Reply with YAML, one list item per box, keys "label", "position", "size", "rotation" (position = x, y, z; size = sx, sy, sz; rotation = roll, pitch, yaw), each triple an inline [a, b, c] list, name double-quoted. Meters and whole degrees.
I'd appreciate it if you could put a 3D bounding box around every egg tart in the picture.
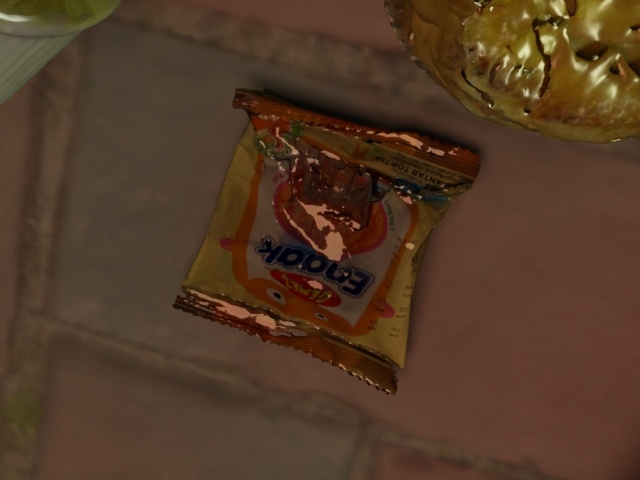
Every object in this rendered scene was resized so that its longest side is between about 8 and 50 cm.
- label: "egg tart"
  position: [0.127, -0.128, 0.626]
  size: [0.234, 0.094, 0.234]
  rotation: [-12, 146, -9]

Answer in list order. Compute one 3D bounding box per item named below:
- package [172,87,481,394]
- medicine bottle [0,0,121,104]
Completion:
- label: "package"
  position: [0.001, -0.002, 0.793]
  size: [0.108, 0.031, 0.120]
  rotation: [21, 120, 6]
- label: "medicine bottle"
  position: [-0.084, -0.195, 0.615]
  size: [0.384, 0.224, 0.224]
  rotation: [-38, 100, 29]
